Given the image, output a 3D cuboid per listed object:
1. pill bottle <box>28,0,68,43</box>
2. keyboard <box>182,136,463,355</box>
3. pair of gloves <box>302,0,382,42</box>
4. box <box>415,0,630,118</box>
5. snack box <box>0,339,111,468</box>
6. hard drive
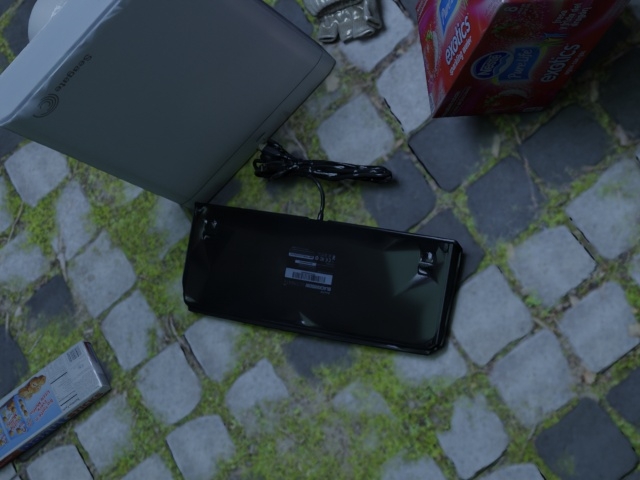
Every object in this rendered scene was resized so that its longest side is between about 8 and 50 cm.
[{"bbox_3d":[-0.214,-0.211,1.576,0.229,0.131,0.131,26,90,29],"label":"pill bottle"},{"bbox_3d":[0.000,0.000,1.480,0.317,0.033,0.201,9,89,27],"label":"keyboard"},{"bbox_3d":[0.081,-0.325,1.509,0.240,0.042,0.204,-8,75,25],"label":"pair of gloves"},{"bbox_3d":[0.180,-0.221,1.307,0.123,0.257,0.128,-4,73,-11],"label":"box"},{"bbox_3d":[-0.321,0.189,1.597,0.178,0.022,0.064,-36,66,14],"label":"snack box"},{"bbox_3d":[-0.146,-0.160,1.404,0.233,0.353,0.047,-46,63,10],"label":"hard drive"}]
